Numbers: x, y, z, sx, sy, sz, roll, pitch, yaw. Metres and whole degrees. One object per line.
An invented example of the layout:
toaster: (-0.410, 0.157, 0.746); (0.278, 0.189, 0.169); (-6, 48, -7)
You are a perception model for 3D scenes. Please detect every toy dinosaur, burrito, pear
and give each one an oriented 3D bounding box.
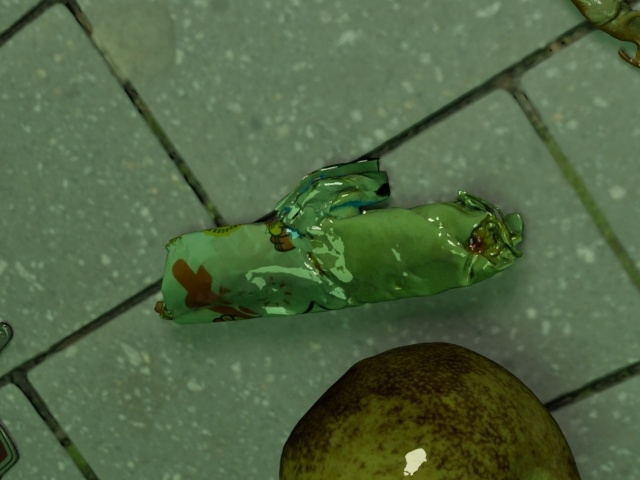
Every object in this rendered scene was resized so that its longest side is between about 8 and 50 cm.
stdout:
toy dinosaur: (0.177, -0.149, 0.788); (0.113, 0.026, 0.041); (44, 137, -11)
burrito: (0.000, 0.000, 0.907); (0.288, 0.054, 0.104); (-8, 106, 25)
pear: (0.078, 0.171, 0.858); (0.197, 0.197, 0.197); (8, 114, 18)

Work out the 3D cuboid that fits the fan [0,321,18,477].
fan: (-0.314, 0.149, 1.110); (0.132, 0.009, 0.220); (37, 119, 3)
